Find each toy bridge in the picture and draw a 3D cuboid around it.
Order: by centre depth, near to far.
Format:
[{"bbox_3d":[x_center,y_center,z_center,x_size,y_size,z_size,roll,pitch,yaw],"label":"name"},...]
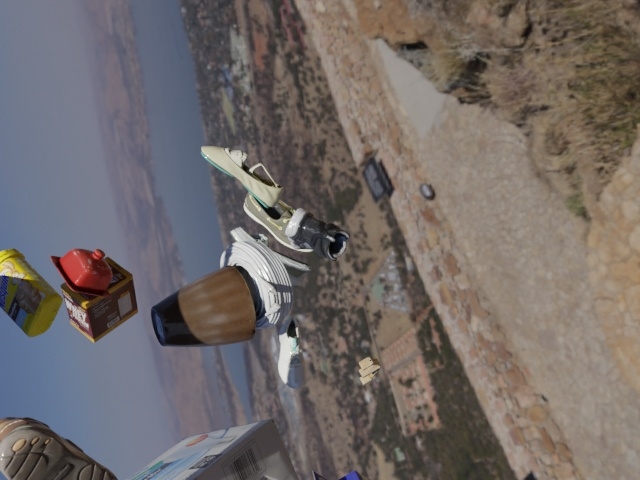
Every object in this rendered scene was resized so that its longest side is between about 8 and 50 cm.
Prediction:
[{"bbox_3d":[0.141,0.366,1.834,0.026,0.063,0.188,56,170,24],"label":"toy bridge"}]

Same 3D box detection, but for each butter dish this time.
[{"bbox_3d":[-0.673,0.076,1.882,0.160,0.118,0.160,45,-171,29],"label":"butter dish"}]

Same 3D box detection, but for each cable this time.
[{"bbox_3d":[-0.182,0.120,1.804,0.257,0.089,0.257,57,144,18],"label":"cable"}]

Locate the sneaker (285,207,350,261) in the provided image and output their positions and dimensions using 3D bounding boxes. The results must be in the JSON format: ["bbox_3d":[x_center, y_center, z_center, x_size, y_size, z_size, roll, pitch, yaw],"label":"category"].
[{"bbox_3d":[0.000,0.000,1.756,0.101,0.153,0.268,-61,-12,-5],"label":"sneaker"}]

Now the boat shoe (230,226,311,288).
[{"bbox_3d":[-0.175,0.046,2.256,0.320,0.103,0.118,38,176,-19],"label":"boat shoe"}]

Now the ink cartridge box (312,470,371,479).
[{"bbox_3d":[0.156,0.622,1.422,0.069,0.371,0.176,-56,15,3],"label":"ink cartridge box"}]

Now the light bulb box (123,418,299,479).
[{"bbox_3d":[-0.307,0.658,1.655,0.361,0.358,0.225,-21,91,32],"label":"light bulb box"}]

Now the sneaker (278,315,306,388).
[{"bbox_3d":[-0.081,0.318,1.856,0.094,0.080,0.212,110,154,-52],"label":"sneaker"}]

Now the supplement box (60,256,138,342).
[{"bbox_3d":[-0.738,0.197,2.169,0.129,0.191,0.194,31,137,25],"label":"supplement box"}]

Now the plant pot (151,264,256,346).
[{"bbox_3d":[-0.322,0.197,1.718,0.215,0.230,0.215,32,129,51],"label":"plant pot"}]

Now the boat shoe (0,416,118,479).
[{"bbox_3d":[-0.472,0.421,1.174,0.116,0.123,0.324,20,143,43],"label":"boat shoe"}]

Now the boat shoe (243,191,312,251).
[{"bbox_3d":[-0.131,-0.073,2.208,0.305,0.109,0.091,35,146,9],"label":"boat shoe"}]

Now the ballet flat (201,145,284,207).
[{"bbox_3d":[-0.198,-0.188,1.705,0.248,0.086,0.086,39,174,-19],"label":"ballet flat"}]

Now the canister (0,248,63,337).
[{"bbox_3d":[-0.667,0.119,1.445,0.170,0.073,0.126,40,113,16],"label":"canister"}]
